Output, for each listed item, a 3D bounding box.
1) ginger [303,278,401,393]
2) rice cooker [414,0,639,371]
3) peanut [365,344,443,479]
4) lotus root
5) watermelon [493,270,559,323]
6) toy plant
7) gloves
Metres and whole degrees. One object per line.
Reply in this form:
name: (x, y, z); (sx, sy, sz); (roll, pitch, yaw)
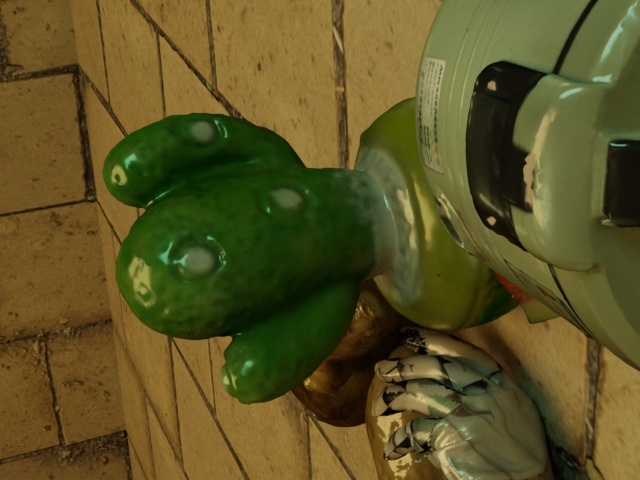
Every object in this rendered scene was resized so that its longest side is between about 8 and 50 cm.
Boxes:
ginger: (0.027, 0.077, 1.142); (0.067, 0.096, 0.165); (53, 160, 18)
rice cooker: (0.166, -0.053, 0.590); (0.244, 0.226, 0.226); (-132, 34, -66)
peanut: (0.099, 0.208, 1.163); (0.110, 0.120, 0.236); (-12, 85, 29)
lotus root: (0.023, 0.106, 1.303); (0.145, 0.128, 0.260); (57, 156, 27)
watermelon: (0.155, -0.031, 0.871); (0.145, 0.137, 0.193); (47, -178, -34)
toy plant: (0.000, 0.000, 0.993); (0.184, 0.315, 0.224); (128, 130, -67)
gloves: (0.120, 0.148, 1.055); (0.212, 0.127, 0.111); (65, 150, 25)
